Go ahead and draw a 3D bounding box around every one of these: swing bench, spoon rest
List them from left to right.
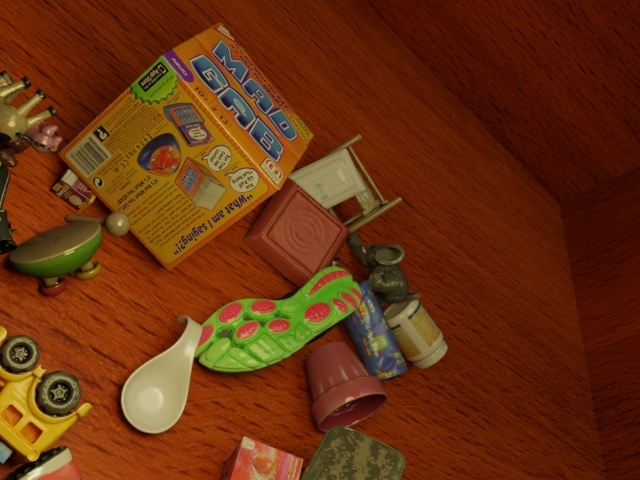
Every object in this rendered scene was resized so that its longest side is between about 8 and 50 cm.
[{"bbox_3d":[-0.323,0.274,1.448,0.137,0.084,0.276,37,50,-19],"label":"spoon rest"},{"bbox_3d":[0.072,-0.158,2.162,0.253,0.255,0.165,57,-9,-6],"label":"swing bench"}]

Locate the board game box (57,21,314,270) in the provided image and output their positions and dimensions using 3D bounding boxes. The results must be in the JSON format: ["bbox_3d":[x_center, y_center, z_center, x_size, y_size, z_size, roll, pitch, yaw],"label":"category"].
[{"bbox_3d":[-0.291,-0.224,1.588,0.356,0.357,0.356,50,26,-14],"label":"board game box"}]

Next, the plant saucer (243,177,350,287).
[{"bbox_3d":[-0.051,-0.019,1.950,0.258,0.048,0.259,41,58,-14],"label":"plant saucer"}]

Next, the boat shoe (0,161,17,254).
[{"bbox_3d":[-0.623,0.009,1.262,0.113,0.127,0.340,30,47,-35],"label":"boat shoe"}]

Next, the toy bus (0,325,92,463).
[{"bbox_3d":[-0.545,0.288,1.167,0.220,0.149,0.211,48,53,-12],"label":"toy bus"}]

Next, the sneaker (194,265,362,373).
[{"bbox_3d":[-0.101,0.223,1.698,0.483,0.202,0.185,-17,64,-36],"label":"sneaker"}]

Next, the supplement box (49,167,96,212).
[{"bbox_3d":[-0.542,-0.110,1.506,0.083,0.055,0.043,40,40,-25],"label":"supplement box"}]

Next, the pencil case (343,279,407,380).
[{"bbox_3d":[0.141,0.270,2.010,0.133,0.119,0.306,-22,82,-18],"label":"pencil case"}]

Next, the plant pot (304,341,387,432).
[{"bbox_3d":[0.050,0.373,1.782,0.201,0.201,0.180,13,41,-46],"label":"plant pot"}]

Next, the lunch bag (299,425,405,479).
[{"bbox_3d":[0.040,0.620,1.538,0.213,0.256,0.305,19,34,12],"label":"lunch bag"}]

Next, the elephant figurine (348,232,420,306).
[{"bbox_3d":[0.196,0.078,2.167,0.186,0.169,0.239,29,49,-28],"label":"elephant figurine"}]

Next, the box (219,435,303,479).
[{"bbox_3d":[-0.153,0.578,1.377,0.142,0.154,0.300,24,43,-8],"label":"box"}]

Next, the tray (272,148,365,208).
[{"bbox_3d":[-0.008,-0.160,2.049,0.270,0.030,0.145,-27,94,-10],"label":"tray"}]

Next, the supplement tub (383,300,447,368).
[{"bbox_3d":[0.296,0.291,2.160,0.199,0.144,0.144,53,36,-10],"label":"supplement tub"}]

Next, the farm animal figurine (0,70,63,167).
[{"bbox_3d":[-0.658,-0.260,1.286,0.172,0.330,0.326,-41,102,-24],"label":"farm animal figurine"}]

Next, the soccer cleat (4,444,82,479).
[{"bbox_3d":[-0.515,0.459,1.099,0.318,0.109,0.116,-32,95,-57],"label":"soccer cleat"}]

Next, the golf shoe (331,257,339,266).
[{"bbox_3d":[0.000,0.000,2.060,0.067,0.086,0.186,-16,77,-52],"label":"golf shoe"}]

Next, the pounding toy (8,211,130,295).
[{"bbox_3d":[-0.501,0.036,1.387,0.237,0.183,0.110,-52,133,-56],"label":"pounding toy"}]
